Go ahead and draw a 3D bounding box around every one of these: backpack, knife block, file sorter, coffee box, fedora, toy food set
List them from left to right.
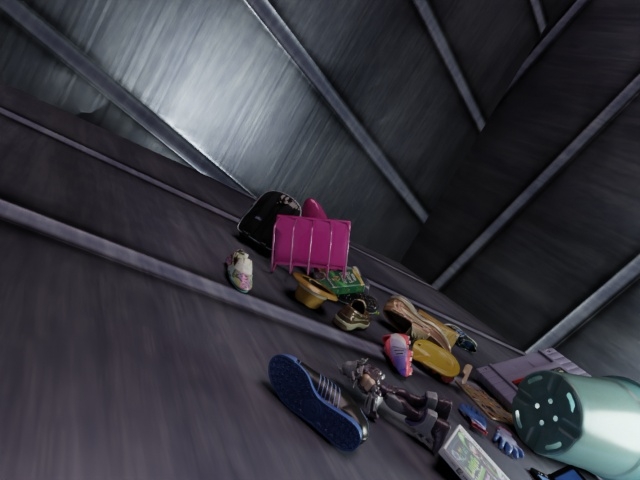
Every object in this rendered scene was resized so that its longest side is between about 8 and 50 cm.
[{"bbox_3d":[-0.201,-0.078,1.864,0.225,0.253,0.191,31,-12,11],"label":"backpack"},{"bbox_3d":[-0.037,0.029,1.653,0.291,0.201,0.182,5,15,0],"label":"file sorter"},{"bbox_3d":[-0.031,0.181,1.487,0.194,0.079,0.194,30,2,-1],"label":"fedora"},{"bbox_3d":[0.071,0.163,1.717,0.184,0.040,0.113,-3,33,-14],"label":"coffee box"},{"bbox_3d":[0.468,0.377,1.996,0.276,0.088,0.242,24,11,-32],"label":"knife block"},{"bbox_3d":[0.412,0.443,1.533,0.218,0.071,0.128,30,32,11],"label":"toy food set"}]

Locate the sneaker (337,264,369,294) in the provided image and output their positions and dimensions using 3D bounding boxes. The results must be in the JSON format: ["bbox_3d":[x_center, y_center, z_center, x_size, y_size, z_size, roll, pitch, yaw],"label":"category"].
[{"bbox_3d":[0.128,0.192,1.969,0.131,0.112,0.319,10,10,-13],"label":"sneaker"}]

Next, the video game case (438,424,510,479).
[{"bbox_3d":[0.348,0.504,0.953,0.173,0.022,0.190,46,15,24],"label":"video game case"}]

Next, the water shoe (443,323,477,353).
[{"bbox_3d":[0.698,0.488,2.180,0.203,0.072,0.080,31,11,9],"label":"water shoe"}]

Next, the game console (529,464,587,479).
[{"bbox_3d":[0.629,0.628,1.123,0.107,0.071,0.122,29,8,-10],"label":"game console"}]

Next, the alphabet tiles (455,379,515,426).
[{"bbox_3d":[0.613,0.586,1.536,0.237,0.009,0.198,26,9,-26],"label":"alphabet tiles"}]

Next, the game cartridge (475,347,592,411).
[{"bbox_3d":[0.817,0.526,1.667,0.356,0.068,0.230,-12,15,-11],"label":"game cartridge"}]

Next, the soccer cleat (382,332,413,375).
[{"bbox_3d":[0.247,0.367,1.405,0.095,0.082,0.248,1,10,8],"label":"soccer cleat"}]

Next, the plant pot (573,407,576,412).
[{"bbox_3d":[1.046,0.737,1.629,0.166,0.165,0.234,30,1,-4],"label":"plant pot"}]

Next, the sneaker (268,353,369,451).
[{"bbox_3d":[-0.003,0.309,0.853,0.232,0.081,0.090,41,9,21],"label":"sneaker"}]

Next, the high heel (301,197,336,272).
[{"bbox_3d":[0.000,0.000,1.870,0.181,0.127,0.376,-133,-154,-85],"label":"high heel"}]

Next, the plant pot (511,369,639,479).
[{"bbox_3d":[0.826,0.569,1.377,0.335,0.340,0.341,19,12,-18],"label":"plant pot"}]

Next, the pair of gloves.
[{"bbox_3d":[0.498,0.555,1.276,0.198,0.023,0.159,33,7,13],"label":"pair of gloves"}]

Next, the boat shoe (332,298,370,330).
[{"bbox_3d":[0.135,0.258,1.541,0.095,0.095,0.257,33,9,19],"label":"boat shoe"}]

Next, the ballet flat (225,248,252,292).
[{"bbox_3d":[-0.247,0.080,1.350,0.077,0.079,0.221,27,9,-25],"label":"ballet flat"}]

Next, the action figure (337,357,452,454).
[{"bbox_3d":[0.163,0.367,1.023,0.285,0.099,0.185,28,15,10],"label":"action figure"}]

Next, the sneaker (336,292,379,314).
[{"bbox_3d":[0.129,0.244,1.767,0.235,0.084,0.097,28,-26,16],"label":"sneaker"}]

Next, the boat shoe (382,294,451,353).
[{"bbox_3d":[0.379,0.366,1.755,0.324,0.123,0.116,41,45,16],"label":"boat shoe"}]
